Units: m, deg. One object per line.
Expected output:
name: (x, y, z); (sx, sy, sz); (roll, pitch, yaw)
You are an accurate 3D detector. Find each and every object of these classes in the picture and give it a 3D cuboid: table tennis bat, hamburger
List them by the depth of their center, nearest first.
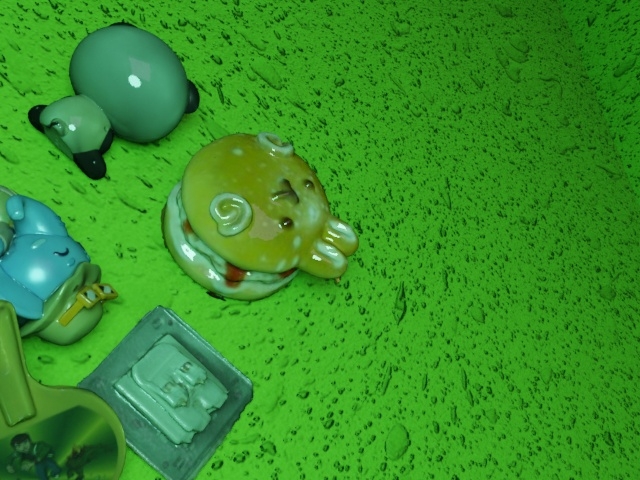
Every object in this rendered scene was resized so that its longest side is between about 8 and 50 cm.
table tennis bat: (-0.330, 0.209, 0.705); (0.198, 0.050, 0.321); (-18, 118, -27)
hamburger: (-0.096, -0.032, 1.042); (0.303, 0.186, 0.261); (47, 48, -5)

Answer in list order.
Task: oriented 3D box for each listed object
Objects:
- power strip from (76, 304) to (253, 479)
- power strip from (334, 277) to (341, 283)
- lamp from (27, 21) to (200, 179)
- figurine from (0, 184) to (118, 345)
power strip: (-0.207, 0.211, 0.899); (0.213, 0.064, 0.198); (42, 46, -6)
power strip: (0.000, 0.000, 1.192); (0.049, 0.028, 0.178); (-11, 70, -39)
lamp: (-0.329, -0.230, 1.015); (0.197, 0.197, 0.244); (44, 71, -4)
figurine: (-0.392, 0.027, 0.816); (0.262, 0.180, 0.154); (44, 67, -15)
